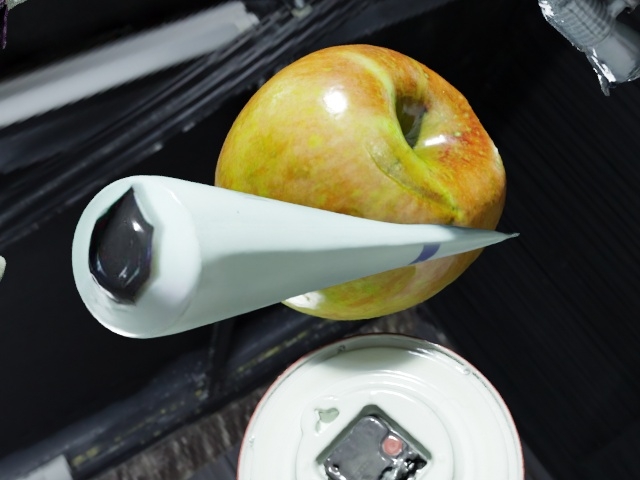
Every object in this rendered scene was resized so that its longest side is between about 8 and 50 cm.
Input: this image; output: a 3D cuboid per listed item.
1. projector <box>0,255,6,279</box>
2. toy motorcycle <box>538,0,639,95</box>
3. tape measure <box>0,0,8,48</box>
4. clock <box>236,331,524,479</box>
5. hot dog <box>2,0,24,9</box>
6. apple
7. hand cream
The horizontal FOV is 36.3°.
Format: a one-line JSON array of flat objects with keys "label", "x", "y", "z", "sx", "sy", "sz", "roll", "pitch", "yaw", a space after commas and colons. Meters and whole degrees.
[{"label": "projector", "x": -0.380, "y": 0.098, "z": 0.814, "sx": 0.079, "sy": 0.259, "sz": 0.257, "roll": 37, "pitch": -102, "yaw": -34}, {"label": "toy motorcycle", "x": 0.145, "y": -0.198, "z": 0.545, "sx": 0.134, "sy": 0.401, "sz": 0.207, "roll": -44, "pitch": 23, "yaw": 17}, {"label": "tape measure", "x": -0.246, "y": -0.075, "z": 0.479, "sx": 0.149, "sy": 0.245, "sz": 0.231, "roll": 30, "pitch": -84, "yaw": -22}, {"label": "clock", "x": 0.060, "y": 0.250, "z": 1.064, "sx": 0.318, "sy": 0.318, "sz": 0.080, "roll": -34, "pitch": -27, "yaw": -4}, {"label": "hot dog", "x": -0.329, "y": -0.225, "z": 0.772, "sx": 0.270, "sy": 0.082, "sz": 0.162, "roll": -21, "pitch": -53, "yaw": 30}, {"label": "apple", "x": 0.041, "y": -0.064, "z": 1.207, "sx": 0.339, "sy": 0.339, "sz": 0.339, "roll": -31, "pitch": -22, "yaw": -14}, {"label": "hand cream", "x": 0.000, "y": 0.000, "z": 0.524, "sx": 0.109, "sy": 0.067, "sz": 0.320, "roll": -4, "pitch": 1, "yaw": 31}]
